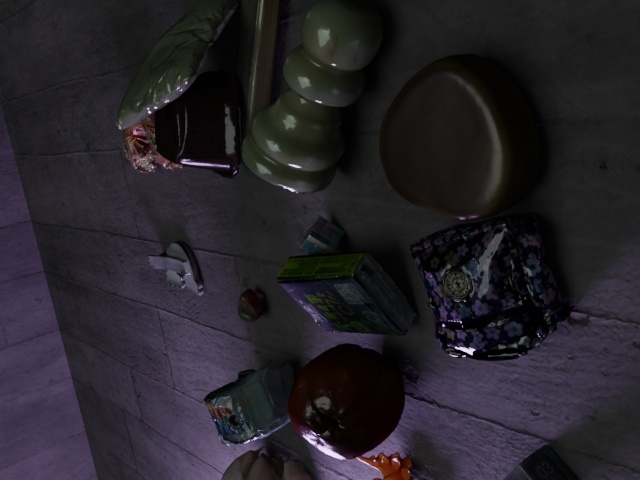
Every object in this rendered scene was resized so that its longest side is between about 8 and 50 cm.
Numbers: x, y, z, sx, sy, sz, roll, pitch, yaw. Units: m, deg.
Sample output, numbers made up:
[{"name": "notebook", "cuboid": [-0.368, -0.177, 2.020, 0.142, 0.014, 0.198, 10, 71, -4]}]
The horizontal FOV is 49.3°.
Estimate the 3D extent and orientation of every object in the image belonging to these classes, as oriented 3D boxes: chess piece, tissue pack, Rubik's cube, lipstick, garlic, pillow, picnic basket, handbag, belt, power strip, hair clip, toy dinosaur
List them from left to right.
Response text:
[{"name": "hair clip", "cuboid": [-0.399, 0.071, 1.930, 0.220, 0.054, 0.140, 9, 108, 48]}, {"name": "pillow", "cuboid": [-0.281, -0.362, 1.361, 0.076, 0.281, 0.274, 39, 144, -28]}, {"name": "picnic basket", "cuboid": [-0.269, -0.251, 1.481, 0.297, 0.129, 0.223, -150, 59, -61]}, {"name": "belt", "cuboid": [-0.156, 0.376, 1.619, 0.257, 0.207, 0.150, -29, 84, 61]}, {"name": "power strip", "cuboid": [-0.128, -0.326, 1.389, 0.092, 0.066, 0.388, 50, 139, 45]}, {"name": "garlic", "cuboid": [-0.152, 0.623, 1.745, 0.281, 0.184, 0.203, -7, 80, 55]}, {"name": "chess piece", "cuboid": [-0.005, -0.257, 1.181, 0.182, 0.182, 0.330, 49, 133, 27]}, {"name": "Rubik's cube", "cuboid": [0.001, 0.002, 1.358, 0.075, 0.084, 0.073, 42, 135, 7]}, {"name": "tissue pack", "cuboid": [0.046, 0.100, 1.294, 0.173, 0.073, 0.235, 48, 151, -24]}, {"name": "toy dinosaur", "cuboid": [0.157, 0.483, 1.379, 0.288, 0.070, 0.117, 50, 128, 20]}, {"name": "handbag", "cuboid": [0.241, 0.074, 1.038, 0.228, 0.126, 0.208, -16, 92, 45]}, {"name": "lipstick", "cuboid": [0.296, 0.481, 1.184, 0.076, 0.079, 0.372, 48, 137, 27]}]

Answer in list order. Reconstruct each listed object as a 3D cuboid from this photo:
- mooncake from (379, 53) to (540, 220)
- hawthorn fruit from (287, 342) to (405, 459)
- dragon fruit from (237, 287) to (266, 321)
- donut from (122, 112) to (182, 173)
[{"name": "mooncake", "cuboid": [0.198, -0.150, 1.000, 0.234, 0.117, 0.235, 20, 117, 45]}, {"name": "hawthorn fruit", "cuboid": [0.045, 0.296, 1.285, 0.215, 0.249, 0.216, 2, 96, 23]}, {"name": "dragon fruit", "cuboid": [-0.159, 0.154, 1.651, 0.060, 0.056, 0.083, 26, 135, 16]}, {"name": "donut", "cuboid": [-0.439, -0.272, 1.800, 0.232, 0.085, 0.199, -1, 103, 51]}]
